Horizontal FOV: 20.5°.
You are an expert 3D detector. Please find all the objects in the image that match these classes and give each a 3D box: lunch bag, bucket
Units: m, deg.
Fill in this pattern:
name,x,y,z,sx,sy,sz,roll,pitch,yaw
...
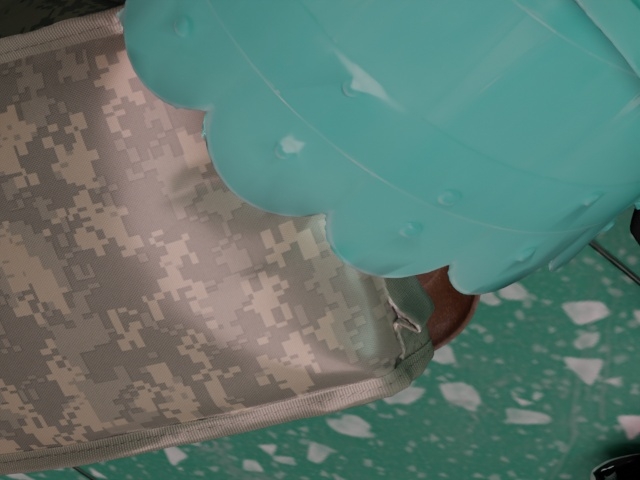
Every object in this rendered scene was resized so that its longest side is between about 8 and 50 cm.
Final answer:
name,x,y,z,sx,sy,sz,roll,pitch,yaw
lunch bag,-0.092,-0.023,0.905,0.287,0.169,0.235,-9,112,30
bucket,0.069,-0.134,0.692,0.281,0.281,0.183,33,135,-18

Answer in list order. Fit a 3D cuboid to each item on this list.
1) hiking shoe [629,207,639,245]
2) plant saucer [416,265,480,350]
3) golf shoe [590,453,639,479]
name,x,y,z,sx,sy,sz,roll,pitch,yaw
hiking shoe,0.270,0.049,0.975,0.132,0.113,0.304,25,159,42
plant saucer,0.000,0.000,1.043,0.199,0.036,0.198,11,141,9
golf shoe,0.208,0.184,1.165,0.094,0.077,0.198,35,135,0
